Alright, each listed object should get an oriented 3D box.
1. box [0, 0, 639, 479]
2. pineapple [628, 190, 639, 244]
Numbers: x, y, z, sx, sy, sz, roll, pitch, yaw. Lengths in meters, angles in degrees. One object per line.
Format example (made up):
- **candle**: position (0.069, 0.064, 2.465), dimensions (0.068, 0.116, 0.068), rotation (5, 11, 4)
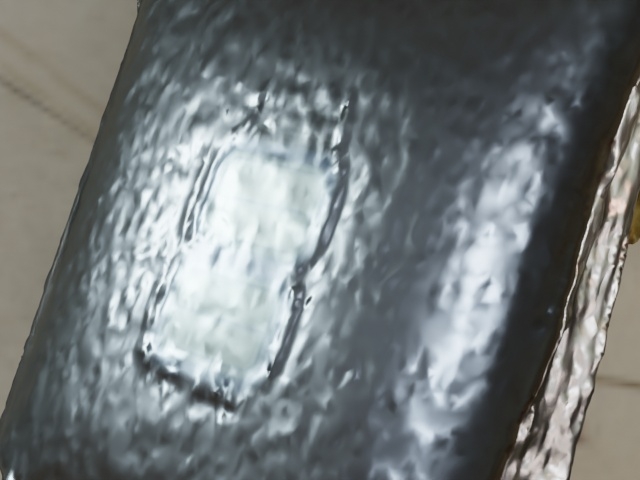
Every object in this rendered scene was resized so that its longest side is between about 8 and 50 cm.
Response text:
- **box**: position (0.000, 0.000, 0.982), dimensions (0.359, 0.350, 0.091), rotation (11, -10, 43)
- **pineapple**: position (0.211, -0.198, 1.755), dimensions (0.209, 0.344, 0.286), rotation (19, 10, -30)
